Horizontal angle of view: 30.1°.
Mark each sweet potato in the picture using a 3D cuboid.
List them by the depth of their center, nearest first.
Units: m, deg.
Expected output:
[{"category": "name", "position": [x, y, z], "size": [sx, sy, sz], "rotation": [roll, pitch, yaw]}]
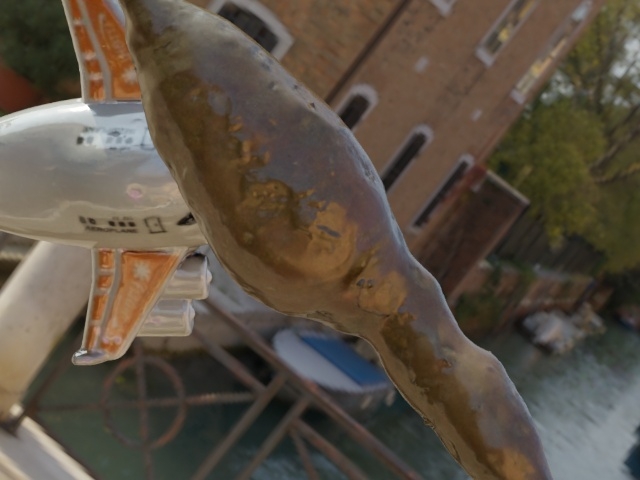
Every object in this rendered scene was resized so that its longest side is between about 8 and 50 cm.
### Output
[{"category": "sweet potato", "position": [0.001, 0.002, 0.473], "size": [0.269, 0.075, 0.075], "rotation": [51, 9, 0]}]

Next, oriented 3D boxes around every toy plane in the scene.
[{"category": "toy plane", "position": [-0.144, -0.041, 0.755], "size": [0.245, 0.244, 0.117], "rotation": [37, 10, -5]}]
